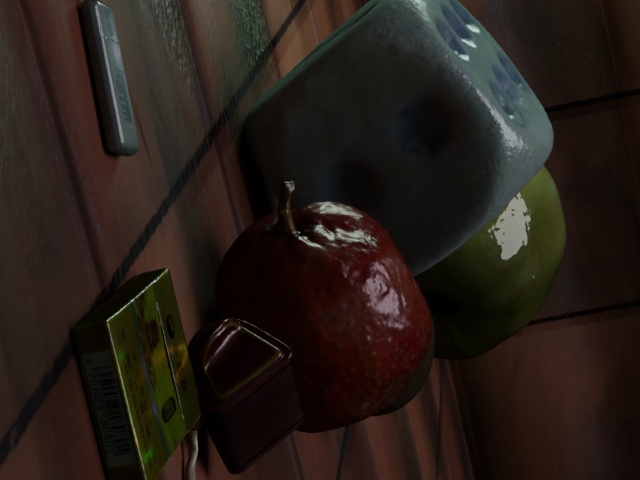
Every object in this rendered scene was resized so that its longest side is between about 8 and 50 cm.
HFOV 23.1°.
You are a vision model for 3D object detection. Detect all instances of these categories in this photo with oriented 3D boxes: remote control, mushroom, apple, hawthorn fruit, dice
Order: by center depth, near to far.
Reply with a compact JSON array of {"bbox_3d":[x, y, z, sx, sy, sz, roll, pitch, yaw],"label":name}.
[{"bbox_3d":[-0.098,0.247,1.188,0.028,0.026,0.286,46,32,-44],"label":"mushroom"},{"bbox_3d":[-0.165,-0.128,1.233,0.053,0.018,0.124,-1,80,-80],"label":"remote control"},{"bbox_3d":[-0.007,0.052,1.470,0.205,0.205,0.253,-87,157,-58],"label":"hawthorn fruit"},{"bbox_3d":[0.092,-0.129,1.806,0.265,0.262,0.268,49,22,-7],"label":"dice"},{"bbox_3d":[0.198,0.009,2.377,0.357,0.357,0.357,-11,90,-81],"label":"apple"}]

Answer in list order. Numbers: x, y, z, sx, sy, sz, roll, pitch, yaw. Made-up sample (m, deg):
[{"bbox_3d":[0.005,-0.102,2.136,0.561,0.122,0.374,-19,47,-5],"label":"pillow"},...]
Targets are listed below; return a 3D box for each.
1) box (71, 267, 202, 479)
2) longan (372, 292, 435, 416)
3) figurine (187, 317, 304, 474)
[{"bbox_3d":[-0.130,0.097,1.143,0.193,0.030,0.121,-53,132,-77],"label":"box"},{"bbox_3d":[0.058,0.119,1.904,0.189,0.189,0.189,-11,90,-81],"label":"longan"},{"bbox_3d":[-0.075,0.110,1.300,0.098,0.082,0.154,45,-20,32],"label":"figurine"}]
